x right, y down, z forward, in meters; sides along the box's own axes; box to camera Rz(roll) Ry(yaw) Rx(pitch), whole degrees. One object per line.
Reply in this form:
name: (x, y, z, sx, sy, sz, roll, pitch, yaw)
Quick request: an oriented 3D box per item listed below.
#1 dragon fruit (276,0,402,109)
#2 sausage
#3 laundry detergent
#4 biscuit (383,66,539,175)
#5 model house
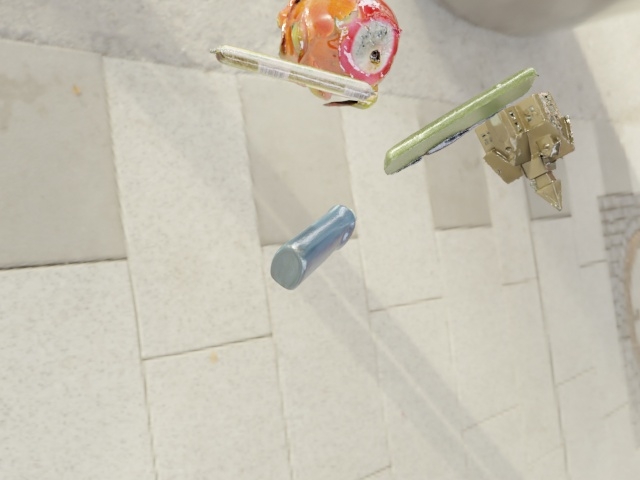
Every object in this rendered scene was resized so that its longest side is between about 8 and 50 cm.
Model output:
dragon fruit: (0.028, -0.349, 1.607, 0.224, 0.227, 0.224, -7, 105, -27)
sausage: (-0.040, -0.260, 1.419, 0.269, 0.033, 0.033, 13, 65, -8)
laundry detergent: (-0.001, -0.001, 1.526, 0.206, 0.061, 0.097, -41, 156, -46)
biscuit: (0.244, -0.212, 1.635, 0.038, 0.322, 0.099, 58, -7, 14)
model house: (0.459, -0.172, 1.985, 0.176, 0.181, 0.248, -20, 82, -52)
